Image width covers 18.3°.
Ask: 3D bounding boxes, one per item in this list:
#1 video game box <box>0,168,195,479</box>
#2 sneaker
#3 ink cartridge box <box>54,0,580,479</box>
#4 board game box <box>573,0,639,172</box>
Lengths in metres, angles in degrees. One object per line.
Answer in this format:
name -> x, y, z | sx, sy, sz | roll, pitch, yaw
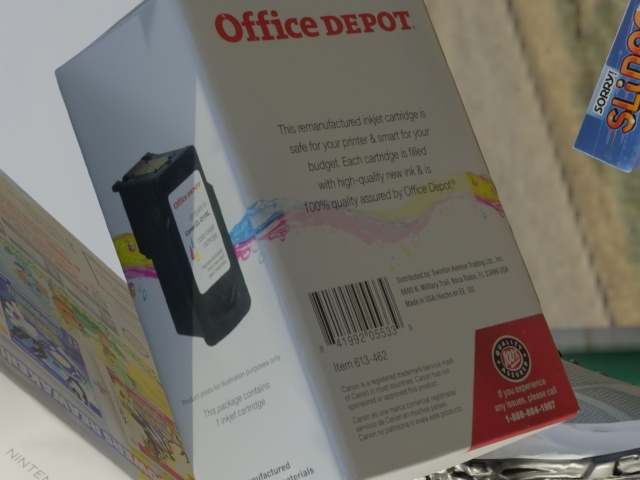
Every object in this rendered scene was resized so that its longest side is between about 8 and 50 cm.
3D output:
video game box -> -0.107, 0.037, 0.712 | 0.205, 0.048, 0.187 | 46, -174, -38
sneaker -> 0.142, 0.101, 1.059 | 0.100, 0.271, 0.108 | 87, -172, -46
ink cartridge box -> 0.000, 0.000, 0.691 | 0.072, 0.127, 0.175 | -29, 77, 42
board game box -> 0.200, -0.137, 1.019 | 0.136, 0.035, 0.201 | -13, -54, -64
